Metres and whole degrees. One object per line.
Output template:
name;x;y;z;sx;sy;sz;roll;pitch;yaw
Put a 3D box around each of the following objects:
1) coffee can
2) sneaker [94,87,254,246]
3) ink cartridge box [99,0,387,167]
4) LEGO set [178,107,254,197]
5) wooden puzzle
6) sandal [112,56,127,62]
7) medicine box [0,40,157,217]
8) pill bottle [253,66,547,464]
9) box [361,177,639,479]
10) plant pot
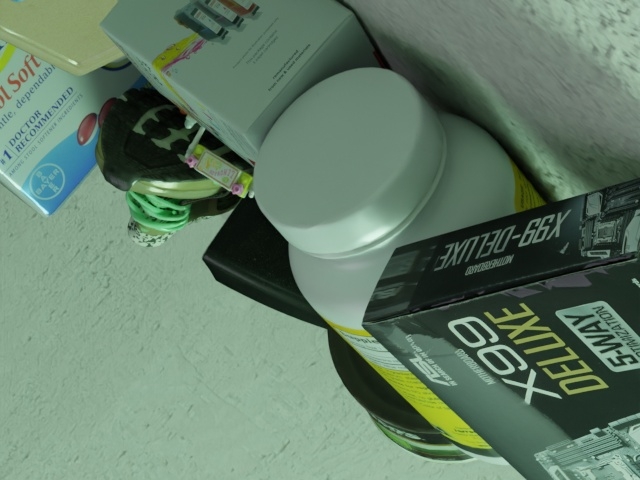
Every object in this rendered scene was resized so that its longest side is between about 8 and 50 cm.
coffee can;0.123;0.111;1.845;0.201;0.201;0.275;39;175;14
sneaker;-0.155;-0.059;2.025;0.158;0.182;0.410;33;-166;10
ink cartridge box;-0.056;-0.146;1.441;0.176;0.127;0.128;39;175;30
LEGO set;-0.094;-0.120;1.865;0.132;0.107;0.287;22;-171;-47
wooden puzzle;-0.230;-0.230;1.664;0.238;0.044;0.221;-14;153;38
sandal;-0.322;-0.295;1.784;0.102;0.169;0.416;-8;146;31
medicine box;-0.336;-0.222;2.025;0.289;0.263;0.149;45;173;-38
pill bottle;0.095;0.021;1.415;0.188;0.188;0.334;35;171;48
box;0.215;0.099;1.232;0.242;0.076;0.307;-16;129;45
plant pot;0.000;0.000;1.978;0.167;0.188;0.187;33;173;6
